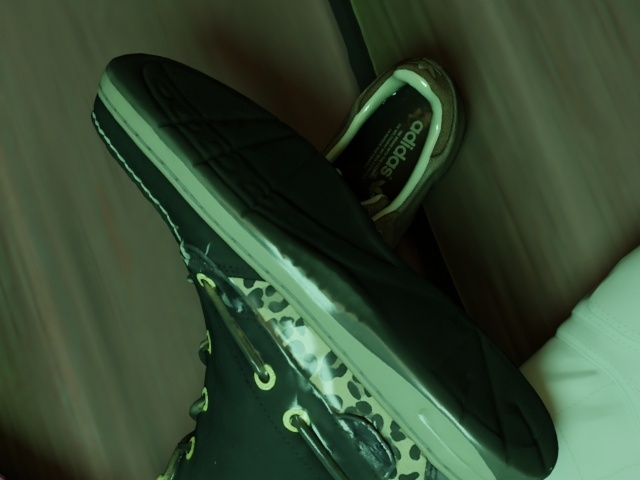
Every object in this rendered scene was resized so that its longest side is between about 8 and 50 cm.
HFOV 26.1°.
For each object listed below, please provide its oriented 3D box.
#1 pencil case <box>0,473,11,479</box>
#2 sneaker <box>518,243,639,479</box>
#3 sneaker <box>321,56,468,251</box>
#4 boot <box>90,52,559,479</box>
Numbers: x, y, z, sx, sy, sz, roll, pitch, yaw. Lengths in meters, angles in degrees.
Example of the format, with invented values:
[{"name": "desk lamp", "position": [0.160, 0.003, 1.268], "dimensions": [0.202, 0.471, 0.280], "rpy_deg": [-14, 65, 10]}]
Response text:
[{"name": "pencil case", "position": [-0.193, 0.122, 0.626], "dimensions": [0.209, 0.095, 0.098], "rpy_deg": [31, 124, 12]}, {"name": "sneaker", "position": [0.184, 0.143, 0.543], "dimensions": [0.169, 0.108, 0.292], "rpy_deg": [-42, 66, 5]}, {"name": "sneaker", "position": [0.000, 0.000, 0.612], "dimensions": [0.066, 0.071, 0.188], "rpy_deg": [28, 88, 14]}, {"name": "boot", "position": [-0.041, 0.057, 0.566], "dimensions": [0.236, 0.085, 0.178], "rpy_deg": [46, 119, 13]}]
